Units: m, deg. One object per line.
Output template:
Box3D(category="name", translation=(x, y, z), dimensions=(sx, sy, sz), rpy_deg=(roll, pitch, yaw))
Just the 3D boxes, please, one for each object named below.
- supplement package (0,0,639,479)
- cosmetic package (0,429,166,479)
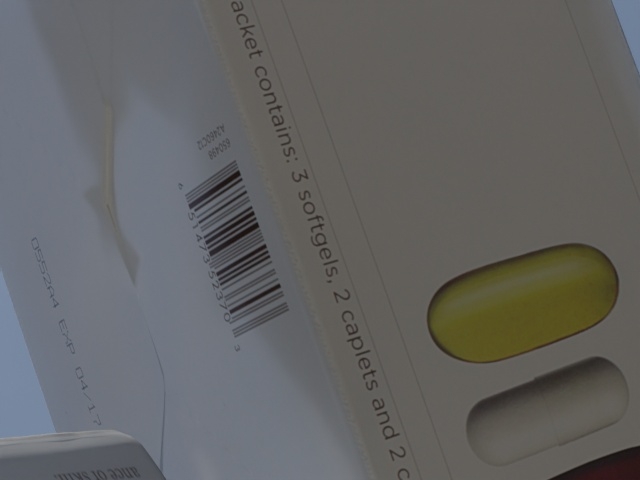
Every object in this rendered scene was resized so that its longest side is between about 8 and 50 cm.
Box3D(category="supplement package", translation=(0.000, 0.000, 0.631), dimensions=(0.145, 0.262, 0.204), rpy_deg=(-17, -7, -32))
Box3D(category="cosmetic package", translation=(-0.080, 0.158, 0.402), dimensions=(0.151, 0.184, 0.151), rpy_deg=(-43, -20, 19))
